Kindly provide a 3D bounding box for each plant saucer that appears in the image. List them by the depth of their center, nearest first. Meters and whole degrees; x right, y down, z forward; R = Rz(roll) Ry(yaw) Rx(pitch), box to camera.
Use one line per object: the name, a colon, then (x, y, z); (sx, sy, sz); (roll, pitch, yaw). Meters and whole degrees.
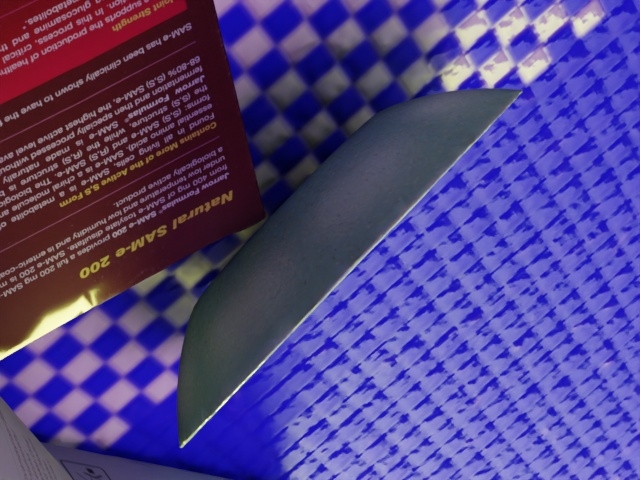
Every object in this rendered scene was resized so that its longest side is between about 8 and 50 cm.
plant saucer: (0.000, 0.000, 0.693); (0.195, 0.037, 0.195); (-47, 178, -2)

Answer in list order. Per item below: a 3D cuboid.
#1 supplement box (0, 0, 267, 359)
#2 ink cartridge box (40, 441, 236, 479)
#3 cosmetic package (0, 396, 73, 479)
supplement box: (-0.106, -0.075, 0.555); (0.130, 0.073, 0.239); (-29, 139, -15)
ink cartridge box: (-0.193, 0.259, 0.792); (0.308, 0.091, 0.385); (19, 112, -48)
cosmetic package: (-0.193, 0.089, 0.493); (0.197, 0.155, 0.365); (-32, 125, -1)
